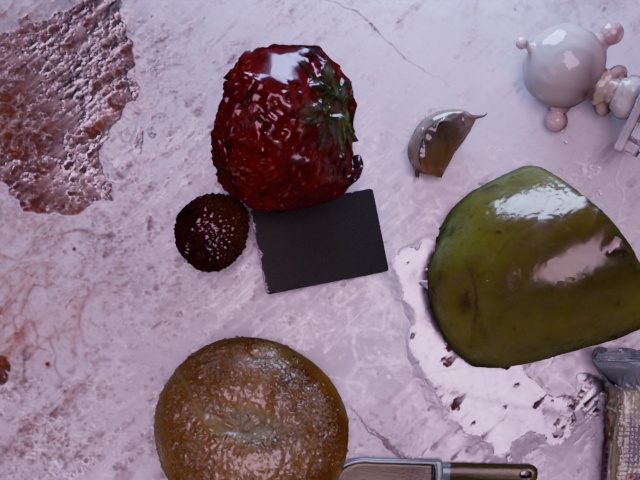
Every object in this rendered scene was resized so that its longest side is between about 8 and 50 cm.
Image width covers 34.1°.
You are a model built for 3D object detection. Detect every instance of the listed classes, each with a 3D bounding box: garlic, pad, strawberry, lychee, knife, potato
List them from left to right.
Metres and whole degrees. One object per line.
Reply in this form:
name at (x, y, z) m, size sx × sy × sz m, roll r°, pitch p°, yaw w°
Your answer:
lychee at (-0.169, -0.016, 1.651) m, size 0.129 × 0.123 × 0.123 m, roll -34°, pitch 86°, yaw -12°
strawberry at (-0.070, -0.170, 1.620) m, size 0.220 × 0.274 × 0.274 m, roll -17°, pitch 84°, yaw 34°
pad at (0.000, 0.000, 1.683) m, size 0.211 × 0.003 × 0.143 m, roll -9°, pitch 85°, yaw -17°
knife at (0.177, 0.381, 1.666) m, size 0.343 × 0.027 × 0.061 m, roll 3°, pitch 89°, yaw -1°
garlic at (0.193, -0.170, 1.704) m, size 0.084 × 0.066 × 0.152 m, roll 33°, pitch 88°, yaw -26°
potato at (0.313, 0.063, 1.608) m, size 0.280 × 0.213 × 0.330 m, roll -32°, pitch 85°, yaw -4°

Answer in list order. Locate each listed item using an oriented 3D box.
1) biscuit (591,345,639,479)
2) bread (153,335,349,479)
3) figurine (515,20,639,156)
biscuit at (0.515, 0.327, 1.654) m, size 0.186 × 0.079 × 0.309 m, roll 5°, pitch 86°, yaw -3°
bread at (-0.105, 0.285, 1.581) m, size 0.305 × 0.159 × 0.306 m, roll 2°, pitch 69°, yaw -4°
figurine at (0.427, -0.253, 1.684) m, size 0.256 × 0.182 × 0.144 m, roll 27°, pitch 42°, yaw 8°
